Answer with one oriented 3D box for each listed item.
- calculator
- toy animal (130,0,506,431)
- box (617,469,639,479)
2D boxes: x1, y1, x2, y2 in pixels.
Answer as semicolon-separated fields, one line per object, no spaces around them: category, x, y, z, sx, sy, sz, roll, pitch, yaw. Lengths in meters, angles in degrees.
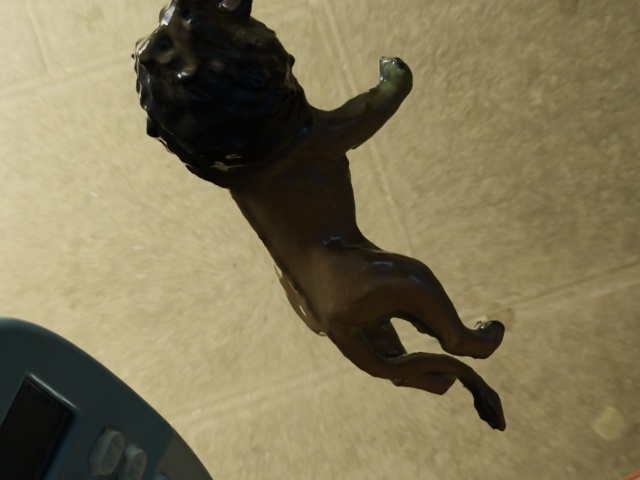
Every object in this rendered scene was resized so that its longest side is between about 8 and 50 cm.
calculator;-0.131;0.142;0.560;0.303;0.042;0.188;47;55;-37
toy animal;0.011;-0.009;0.474;0.220;0.069;0.086;50;54;-19
box;0.073;0.140;0.455;0.214;0.353;0.069;-19;70;-23
